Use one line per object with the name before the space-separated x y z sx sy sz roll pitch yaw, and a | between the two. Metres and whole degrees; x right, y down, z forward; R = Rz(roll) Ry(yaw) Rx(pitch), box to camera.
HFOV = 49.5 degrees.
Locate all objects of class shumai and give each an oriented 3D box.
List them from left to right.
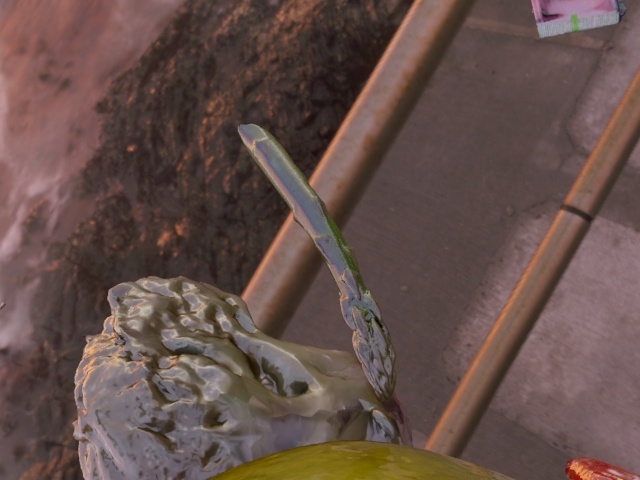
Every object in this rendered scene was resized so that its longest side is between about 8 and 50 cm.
shumai | -0.064 0.160 0.669 0.283 0.217 0.346 -12 38 7

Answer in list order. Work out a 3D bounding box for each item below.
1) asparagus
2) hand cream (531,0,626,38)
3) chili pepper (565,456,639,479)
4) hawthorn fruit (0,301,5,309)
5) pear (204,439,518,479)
asparagus | -0.001 0.000 0.468 0.034 0.027 0.236 -41 57 19
hand cream | 0.170 -0.296 0.535 0.050 0.275 0.079 -21 19 2
chili pepper | 0.246 0.201 0.500 0.088 0.065 0.169 -31 28 -24
hawthorn fruit | -0.280 0.081 0.521 0.103 0.067 0.067 -26 53 -2
pear | 0.020 0.263 0.320 0.352 0.413 0.352 -171 90 -71
